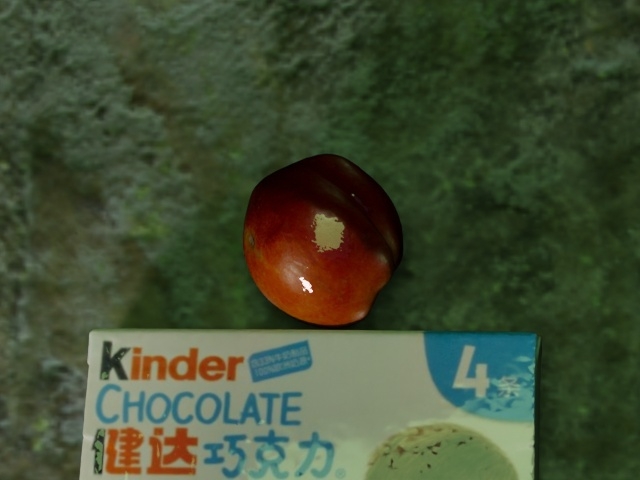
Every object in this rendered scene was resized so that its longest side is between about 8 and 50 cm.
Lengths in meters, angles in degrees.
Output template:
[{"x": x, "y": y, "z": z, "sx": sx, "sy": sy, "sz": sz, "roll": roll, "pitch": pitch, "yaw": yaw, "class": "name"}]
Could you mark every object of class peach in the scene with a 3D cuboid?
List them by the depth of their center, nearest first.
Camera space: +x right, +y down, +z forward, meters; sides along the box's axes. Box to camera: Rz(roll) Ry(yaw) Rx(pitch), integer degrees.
[{"x": -0.001, "y": 0.000, "z": 1.156, "sx": 0.100, "sy": 0.101, "sz": 0.101, "roll": -1, "pitch": 73, "yaw": 4, "class": "peach"}]

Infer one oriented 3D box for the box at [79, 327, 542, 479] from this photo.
[{"x": -0.009, "y": 0.181, "z": 1.115, "sx": 0.273, "sy": 0.048, "sz": 0.265, "roll": -1, "pitch": 72, "yaw": 9, "class": "box"}]
